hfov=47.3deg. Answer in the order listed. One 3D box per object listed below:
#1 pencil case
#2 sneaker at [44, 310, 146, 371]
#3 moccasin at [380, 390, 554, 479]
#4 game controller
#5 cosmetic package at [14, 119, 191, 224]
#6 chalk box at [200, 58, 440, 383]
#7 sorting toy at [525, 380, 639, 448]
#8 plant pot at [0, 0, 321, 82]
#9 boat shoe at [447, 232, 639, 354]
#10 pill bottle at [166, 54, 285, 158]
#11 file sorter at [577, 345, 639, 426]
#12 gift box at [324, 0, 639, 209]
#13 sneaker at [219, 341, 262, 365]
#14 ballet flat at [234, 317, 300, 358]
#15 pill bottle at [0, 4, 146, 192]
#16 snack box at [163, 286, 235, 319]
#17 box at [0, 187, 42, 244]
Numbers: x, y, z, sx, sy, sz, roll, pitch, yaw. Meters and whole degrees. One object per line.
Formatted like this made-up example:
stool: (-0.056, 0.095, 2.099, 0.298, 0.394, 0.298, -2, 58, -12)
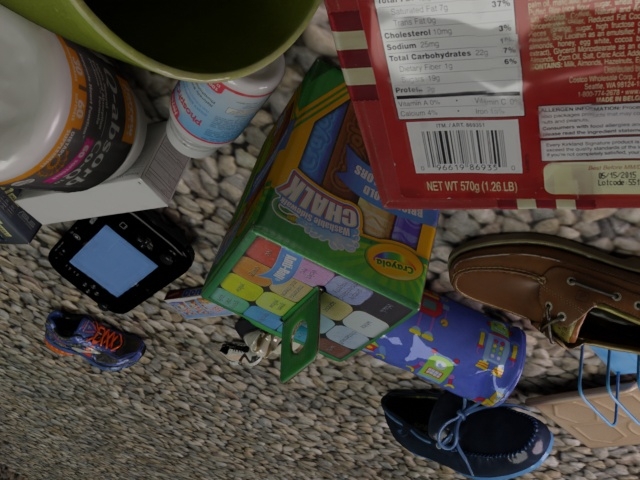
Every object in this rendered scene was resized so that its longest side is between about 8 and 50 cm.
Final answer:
pencil case: (0.130, 0.133, 1.031, 0.306, 0.119, 0.133, 21, 123, -2)
sneaker: (-0.455, 0.197, 1.455, 0.221, 0.083, 0.087, 10, 138, 7)
moccasin: (0.218, 0.316, 1.217, 0.342, 0.138, 0.117, -15, 120, 51)
game controller: (-0.323, 0.027, 1.156, 0.166, 0.067, 0.319, 34, 143, -21)
cosmetic package: (-0.282, -0.083, 0.949, 0.239, 0.099, 0.060, -5, 139, 33)
chalk box: (0.000, 0.000, 0.754, 0.179, 0.289, 0.180, 27, 145, -12)
sorting toy: (0.461, 0.273, 1.151, 0.208, 0.038, 0.193, 33, 144, -28)
plant pot: (-0.177, -0.265, 0.526, 0.293, 0.275, 0.275, 15, 150, 36)
boat shoe: (0.299, 0.070, 0.873, 0.307, 0.104, 0.111, 7, 145, 18)
pill bottle: (-0.108, -0.153, 0.772, 0.087, 0.087, 0.160, 30, 144, -15)
file sorter: (0.438, 0.173, 0.953, 0.170, 0.104, 0.118, -17, 131, 43)
gift box: (0.142, -0.169, 0.468, 0.255, 0.258, 0.276, 5, 136, 20)
sneaker: (-0.144, 0.206, 1.346, 0.109, 0.040, 0.044, -16, 131, 41)
ballet flat: (-0.080, 0.159, 1.220, 0.203, 0.074, 0.074, -14, 134, 40)
pill bottle: (-0.277, -0.130, 0.727, 0.162, 0.162, 0.278, 17, -177, 4)
snack box: (-0.182, 0.103, 1.233, 0.178, 0.022, 0.064, -9, 138, 36)
box: (-0.566, -0.086, 1.119, 0.183, 0.059, 0.233, 1, 142, 26)
